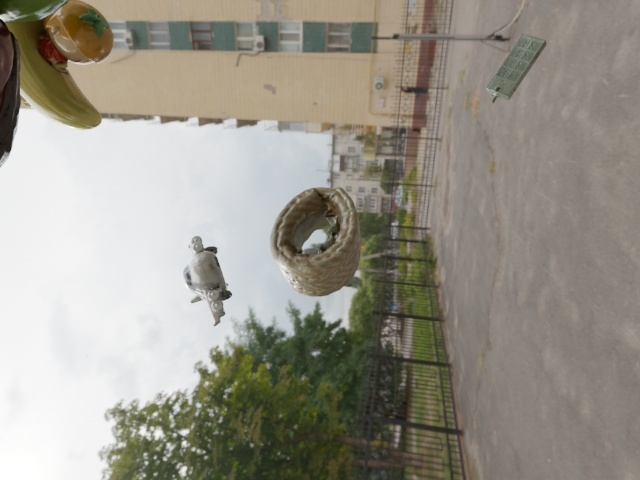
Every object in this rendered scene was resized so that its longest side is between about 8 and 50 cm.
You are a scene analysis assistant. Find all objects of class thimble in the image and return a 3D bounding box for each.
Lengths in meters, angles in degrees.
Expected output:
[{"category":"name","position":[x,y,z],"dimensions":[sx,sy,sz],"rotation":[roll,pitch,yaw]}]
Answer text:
[{"category":"thimble","position":[-0.006,0.003,0.940],"dimensions":[0.148,0.195,0.229],"rotation":[77,-164,-55]}]

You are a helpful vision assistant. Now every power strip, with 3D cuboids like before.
[{"category":"power strip","position":[0.358,-0.315,0.761],"dimensions":[0.136,0.051,0.019],"rotation":[-56,-30,9]}]

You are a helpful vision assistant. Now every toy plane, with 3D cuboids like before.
[{"category":"toy plane","position":[-0.312,0.111,1.122],"dimensions":[0.252,0.118,0.253],"rotation":[163,90,-73]}]

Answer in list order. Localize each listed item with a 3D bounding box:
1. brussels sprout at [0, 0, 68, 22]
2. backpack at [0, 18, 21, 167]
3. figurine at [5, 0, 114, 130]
[{"category":"brussels sprout","position":[-0.405,-0.396,0.509],"dimensions":[0.244,0.243,0.244],"rotation":[5,-90,-81]},{"category":"backpack","position":[-0.405,-0.182,0.437],"dimensions":[0.138,0.229,0.230],"rotation":[1,-85,-39]},{"category":"figurine","position":[-0.488,-0.365,0.749],"dimensions":[0.124,0.222,0.325],"rotation":[-98,-16,-75]}]
